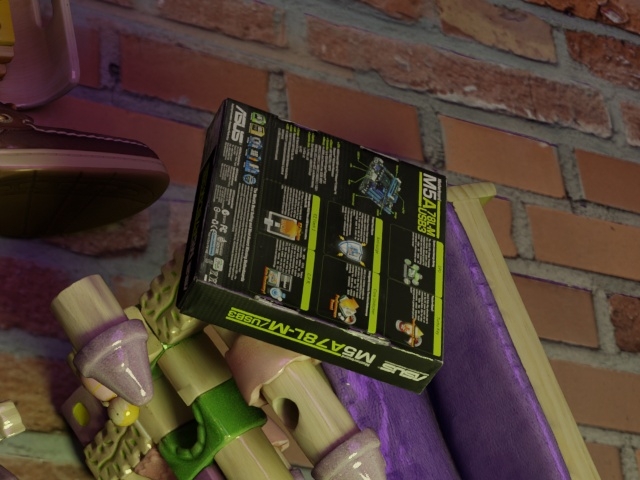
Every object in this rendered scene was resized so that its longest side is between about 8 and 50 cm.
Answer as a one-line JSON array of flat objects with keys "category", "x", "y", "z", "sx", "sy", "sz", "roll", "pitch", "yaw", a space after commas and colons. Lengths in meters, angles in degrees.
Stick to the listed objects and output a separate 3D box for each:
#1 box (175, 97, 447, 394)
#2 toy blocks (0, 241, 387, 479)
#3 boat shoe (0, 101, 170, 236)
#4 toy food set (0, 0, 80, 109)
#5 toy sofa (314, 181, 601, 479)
[{"category": "box", "x": 0.000, "y": 0.000, "z": 1.145, "sx": 0.184, "sy": 0.045, "sz": 0.191, "roll": 20, "pitch": 43, "yaw": -16}, {"category": "toy blocks", "x": -0.078, "y": 0.169, "z": 1.185, "sx": 0.309, "sy": 0.288, "sz": 0.260, "roll": -21, "pitch": 70, "yaw": -43}, {"category": "boat shoe", "x": -0.289, "y": -0.082, "z": 1.317, "sx": 0.342, "sy": 0.123, "sz": 0.123, "roll": 0, "pitch": 64, "yaw": -26}, {"category": "toy food set", "x": -0.363, "y": -0.233, "z": 1.374, "sx": 0.306, "sy": 0.092, "sz": 0.220, "roll": 2, "pitch": 62, "yaw": -32}, {"category": "toy sofa", "x": 0.116, "y": 0.136, "z": 1.426, "sx": 0.177, "sy": 0.150, "sz": 0.362, "roll": -7, "pitch": 67, "yaw": -37}]
